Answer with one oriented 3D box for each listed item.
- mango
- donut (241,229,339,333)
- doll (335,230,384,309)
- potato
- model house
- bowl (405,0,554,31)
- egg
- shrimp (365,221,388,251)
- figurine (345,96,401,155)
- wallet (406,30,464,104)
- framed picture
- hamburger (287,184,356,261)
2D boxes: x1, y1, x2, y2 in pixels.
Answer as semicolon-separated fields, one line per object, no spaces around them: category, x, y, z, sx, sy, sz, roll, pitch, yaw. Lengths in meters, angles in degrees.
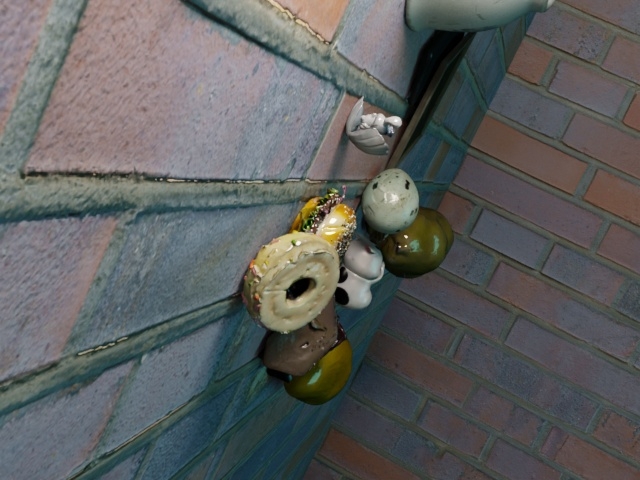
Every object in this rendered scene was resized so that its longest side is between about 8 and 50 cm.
mango;-0.004;0.298;1.872;0.332;0.142;0.195;64;50;-73
donut;-0.047;0.060;1.196;0.174;0.068;0.175;-24;135;-26
doll;0.089;0.077;1.861;0.107;0.110;0.181;9;116;-36
potato;0.260;0.003;2.226;0.218;0.203;0.351;-25;174;19
model house;-0.041;0.192;1.584;0.203;0.141;0.164;-39;-173;-10
bowl;0.338;-0.509;1.308;0.435;0.196;0.435;-55;167;-18
egg;0.155;-0.093;1.721;0.131;0.131;0.164;101;-4;-54
shrimp;0.152;-0.053;1.950;0.152;0.063;0.287;-49;159;-43
figurine;0.088;-0.184;1.294;0.082;0.086;0.094;-61;169;-14
wallet;0.265;-0.419;1.691;0.285;0.030;0.146;-54;164;-39
framed picture;0.258;-0.323;1.822;0.240;0.020;0.324;-50;169;-47
hamburger;0.000;0.002;1.318;0.164;0.093;0.190;-49;165;-51
